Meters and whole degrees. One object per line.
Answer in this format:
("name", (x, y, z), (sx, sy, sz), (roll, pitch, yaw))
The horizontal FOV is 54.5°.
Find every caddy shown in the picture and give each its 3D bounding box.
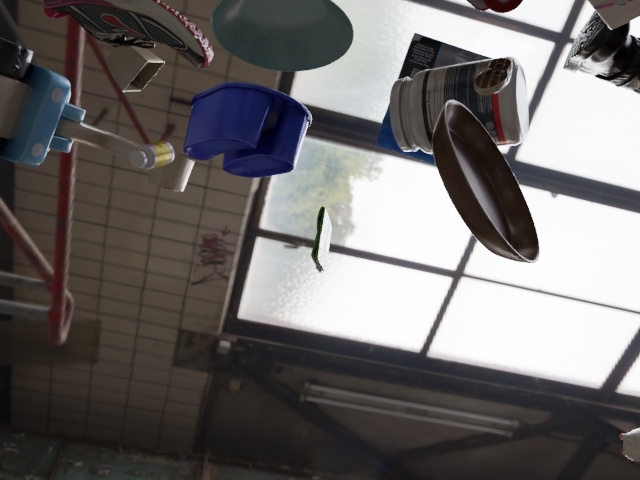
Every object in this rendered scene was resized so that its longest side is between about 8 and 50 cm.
("caddy", (-0.176, -0.274, 1.486), (0.341, 0.241, 0.179), (-1, -106, 51))

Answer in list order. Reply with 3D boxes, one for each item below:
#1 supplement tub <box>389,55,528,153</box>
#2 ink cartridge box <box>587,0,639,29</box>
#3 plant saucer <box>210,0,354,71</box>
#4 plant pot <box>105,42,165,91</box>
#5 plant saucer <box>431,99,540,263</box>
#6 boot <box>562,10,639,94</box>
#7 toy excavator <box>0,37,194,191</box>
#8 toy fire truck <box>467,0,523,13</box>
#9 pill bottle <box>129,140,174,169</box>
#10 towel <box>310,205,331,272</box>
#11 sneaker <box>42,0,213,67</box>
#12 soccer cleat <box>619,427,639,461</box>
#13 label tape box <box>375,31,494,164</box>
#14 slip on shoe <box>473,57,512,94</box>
("supplement tub", (0.310, -0.295, 1.384), (0.191, 0.272, 0.191), (8, 81, -62))
("ink cartridge box", (0.435, -0.398, 0.912), (0.090, 0.143, 0.092), (-22, -118, 40))
("plant saucer", (-0.050, -0.297, 0.845), (0.195, 0.195, 0.037), (129, -33, -71))
("plant pot", (-0.501, -0.469, 1.648), (0.109, 0.096, 0.109), (-43, -176, 18))
("plant saucer", (0.151, -0.051, 0.578), (0.029, 0.168, 0.168), (-29, -143, 28))
("boot", (0.717, -0.421, 1.413), (0.131, 0.260, 0.348), (-67, 170, 12))
("toy excavator", (-0.524, -0.237, 1.235), (0.222, 0.433, 0.445), (-69, 159, 5))
("toy fire truck", (0.411, -0.690, 1.418), (0.302, 0.254, 0.169), (-40, -160, 47))
("pill bottle", (-0.296, -0.148, 1.089), (0.083, 0.043, 0.043), (-37, 146, -64))
("towel", (0.000, 0.000, 1.296), (0.152, 0.023, 0.113), (67, 30, -75))
("sneaker", (-0.326, -0.377, 1.074), (0.112, 0.299, 0.121), (-62, -175, 12))
("soccer cleat", (0.615, 0.338, 1.101), (0.076, 0.196, 0.068), (5, -65, 60))
("label tape box", (0.337, -0.413, 1.867), (0.115, 0.249, 0.347), (-69, 178, -79))
("slip on shoe", (0.287, -0.262, 1.031), (0.135, 0.052, 0.041), (-56, 149, -49))
